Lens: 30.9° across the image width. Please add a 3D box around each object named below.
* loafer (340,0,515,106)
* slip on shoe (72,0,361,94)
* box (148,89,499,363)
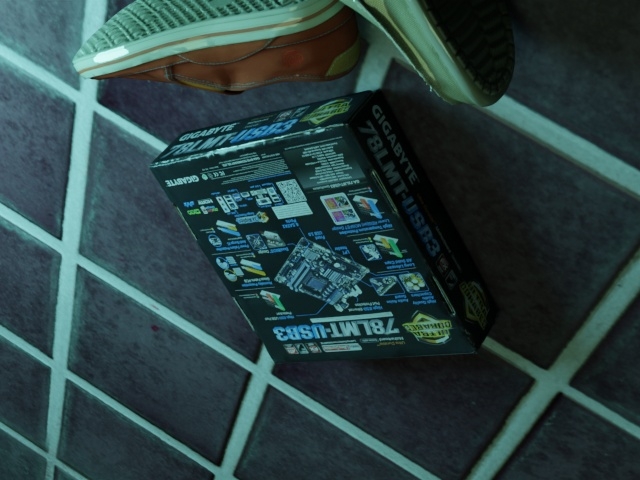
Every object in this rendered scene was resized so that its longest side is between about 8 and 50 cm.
[{"bbox_3d":[0.060,-0.219,0.953,0.268,0.102,0.092,55,141,-6],"label":"loafer"},{"bbox_3d":[-0.106,-0.183,1.104,0.331,0.123,0.101,-2,131,33],"label":"slip on shoe"},{"bbox_3d":[0.000,0.000,1.235,0.295,0.073,0.293,-8,124,42],"label":"box"}]
